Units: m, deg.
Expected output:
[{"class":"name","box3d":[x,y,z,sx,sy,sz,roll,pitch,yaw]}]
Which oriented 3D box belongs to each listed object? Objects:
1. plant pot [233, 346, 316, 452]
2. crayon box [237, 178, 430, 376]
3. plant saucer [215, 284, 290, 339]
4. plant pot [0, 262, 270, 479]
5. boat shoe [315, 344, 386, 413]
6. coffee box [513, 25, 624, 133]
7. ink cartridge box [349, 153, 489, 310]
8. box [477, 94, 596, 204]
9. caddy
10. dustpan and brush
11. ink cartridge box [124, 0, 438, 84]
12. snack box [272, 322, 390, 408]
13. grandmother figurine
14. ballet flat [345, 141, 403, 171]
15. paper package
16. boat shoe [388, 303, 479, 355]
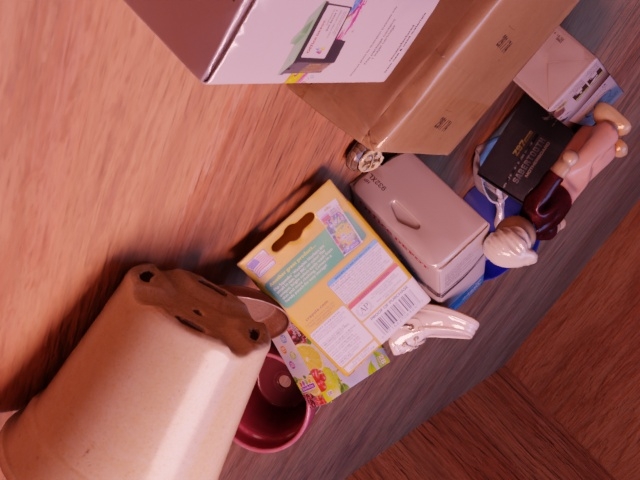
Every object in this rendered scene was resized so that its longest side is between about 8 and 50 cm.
[{"class":"plant pot","box3d":[-0.093,0.297,1.962,0.201,0.201,0.180,-49,175,15]},{"class":"crayon box","box3d":[0.016,0.055,1.652,0.203,0.083,0.323,-42,124,-1]},{"class":"plant saucer","box3d":[-0.146,0.115,1.574,0.198,0.036,0.198,0,153,0]},{"class":"plant pot","box3d":[-0.232,0.215,1.383,0.305,0.334,0.334,-60,156,14]},{"class":"boat shoe","box3d":[0.030,0.326,2.366,0.285,0.089,0.104,-44,160,5]},{"class":"coffee box","box3d":[0.410,-0.295,1.724,0.119,0.168,0.297,-48,159,15]},{"class":"ink cartridge box","box3d":[0.182,-0.005,1.794,0.129,0.223,0.307,-41,159,-9]},{"class":"box","box3d":[0.439,-0.180,1.925,0.059,0.183,0.233,22,104,-46]},{"class":"caddy","box3d":[0.421,-0.015,2.289,0.241,0.179,0.341,-52,158,26]},{"class":"dustpan and brush","box3d":[0.374,-0.110,2.078,0.147,0.060,0.211,-24,132,-39]},{"class":"ink cartridge box","box3d":[-0.051,-0.247,0.904,0.278,0.201,0.117,-13,144,-53]},{"class":"snack box","box3d":[0.008,0.184,1.865,0.174,0.207,0.070,-26,177,-37]},{"class":"grandmother figurine","box3d":[0.402,-0.076,1.702,0.342,0.104,0.208,-44,140,-20]},{"class":"ballet flat","box3d":[0.142,-0.168,1.633,0.250,0.058,0.084,-28,154,-36]},{"class":"paper package","box3d":[0.149,-0.266,1.248,0.309,0.168,0.325,-50,166,19]},{"class":"boat shoe","box3d":[0.148,0.165,1.798,0.098,0.277,0.096,58,41,-63]}]
